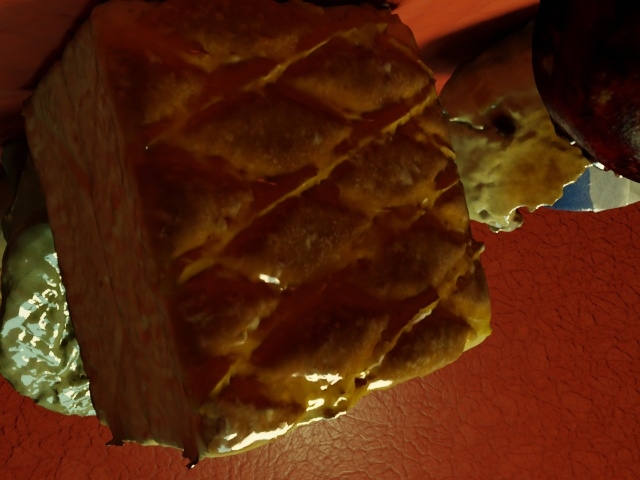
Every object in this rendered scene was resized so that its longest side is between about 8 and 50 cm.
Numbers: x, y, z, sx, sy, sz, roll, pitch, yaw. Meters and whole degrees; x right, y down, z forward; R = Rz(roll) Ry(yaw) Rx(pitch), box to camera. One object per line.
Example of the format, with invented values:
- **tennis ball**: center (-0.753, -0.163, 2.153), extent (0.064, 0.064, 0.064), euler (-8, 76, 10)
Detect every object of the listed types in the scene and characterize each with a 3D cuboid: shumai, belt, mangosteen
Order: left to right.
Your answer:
- **shumai**: center (-0.222, 0.030, 0.676), extent (0.222, 0.271, 0.204), euler (-5, -151, -30)
- **belt**: center (0.419, -0.151, 1.150), extent (0.213, 0.117, 0.347), euler (-7, -161, -1)
- **mangosteen**: center (0.239, -0.131, 0.428), extent (0.210, 0.209, 0.210), euler (-13, 180, 0)

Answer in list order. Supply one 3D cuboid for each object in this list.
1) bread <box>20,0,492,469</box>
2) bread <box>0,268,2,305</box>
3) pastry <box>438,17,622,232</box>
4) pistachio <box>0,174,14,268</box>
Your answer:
- **bread**: center (-0.043, -0.015, 0.507), extent (0.279, 0.278, 0.207), euler (-10, 177, -35)
- **bread**: center (-0.344, 0.006, 0.929), extent (0.204, 0.262, 0.162), euler (-11, 145, 13)
- **pastry**: center (0.235, -0.146, 0.690), extent (0.256, 0.170, 0.236), euler (-23, -162, 23)
- **pistachio**: center (-0.329, -0.027, 0.788), extent (0.185, 0.124, 0.124), euler (-14, 180, 21)
